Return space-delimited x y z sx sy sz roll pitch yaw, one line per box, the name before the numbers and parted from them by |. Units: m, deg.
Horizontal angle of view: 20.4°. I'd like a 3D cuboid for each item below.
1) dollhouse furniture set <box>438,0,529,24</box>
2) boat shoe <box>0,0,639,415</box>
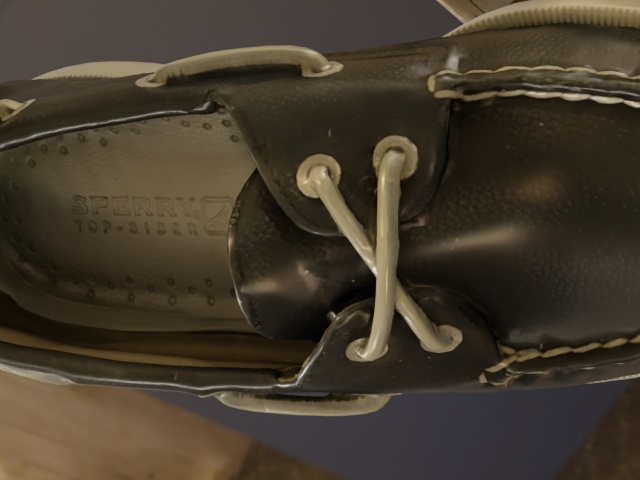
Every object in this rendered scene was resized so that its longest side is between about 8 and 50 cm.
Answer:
dollhouse furniture set | 0.105 -0.213 0.571 0.212 0.161 0.242 -47 5 38
boat shoe | 0.000 0.000 0.486 0.302 0.091 0.114 -5 105 34
